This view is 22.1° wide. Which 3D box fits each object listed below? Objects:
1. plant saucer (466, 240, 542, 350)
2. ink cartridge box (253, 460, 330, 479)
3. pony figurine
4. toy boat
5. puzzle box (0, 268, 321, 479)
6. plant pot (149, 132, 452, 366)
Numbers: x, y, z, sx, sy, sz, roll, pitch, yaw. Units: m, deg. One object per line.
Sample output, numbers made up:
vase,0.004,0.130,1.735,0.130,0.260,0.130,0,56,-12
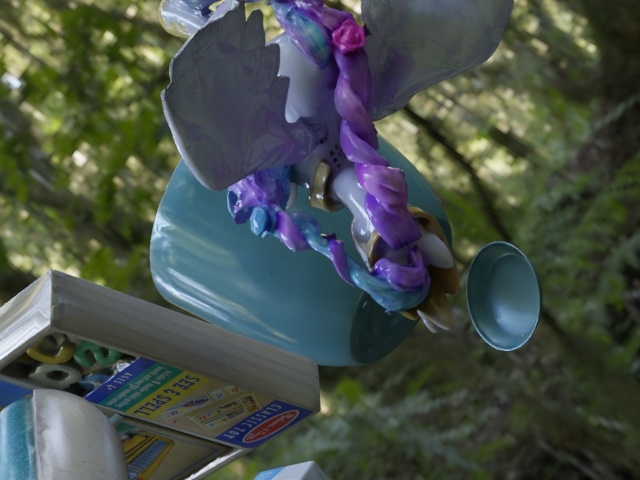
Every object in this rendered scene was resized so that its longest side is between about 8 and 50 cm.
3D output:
plant saucer,0.205,0.060,1.785,0.021,0.119,0.119,-5,-53,-36
ink cartridge box,-0.066,0.322,1.742,0.104,0.060,0.180,-20,23,49
pony figurine,-0.003,-0.129,1.312,0.302,0.363,0.351,-26,-45,-14
toy boat,-0.200,0.282,1.154,0.148,0.267,0.318,-4,-57,-11
puzzle box,-0.231,0.172,1.425,0.272,0.052,0.409,21,-41,-35
plant pot,0.000,0.000,1.788,0.293,0.235,0.293,-42,-31,-32
